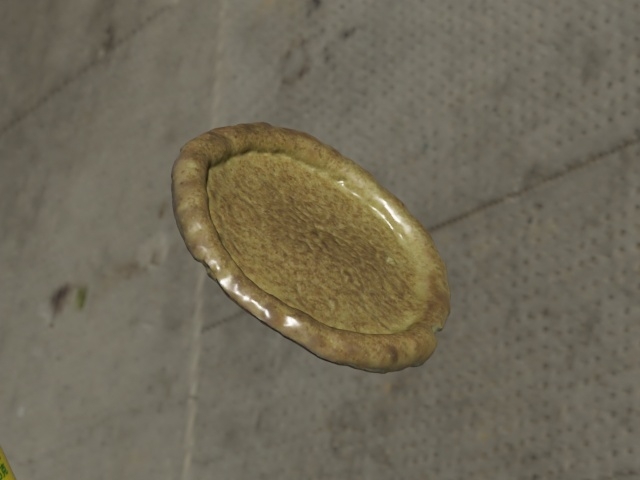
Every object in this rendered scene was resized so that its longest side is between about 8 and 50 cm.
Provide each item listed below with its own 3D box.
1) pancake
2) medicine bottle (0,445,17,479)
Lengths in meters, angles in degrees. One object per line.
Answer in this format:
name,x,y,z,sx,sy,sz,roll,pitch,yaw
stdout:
pancake,-0.001,0.001,0.908,0.021,0.199,0.199,-51,39,33
medicine bottle,-0.335,0.157,1.320,0.064,0.095,0.260,-6,112,44
